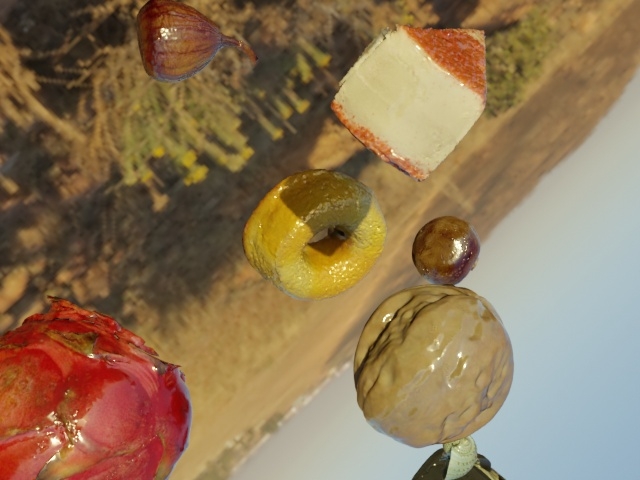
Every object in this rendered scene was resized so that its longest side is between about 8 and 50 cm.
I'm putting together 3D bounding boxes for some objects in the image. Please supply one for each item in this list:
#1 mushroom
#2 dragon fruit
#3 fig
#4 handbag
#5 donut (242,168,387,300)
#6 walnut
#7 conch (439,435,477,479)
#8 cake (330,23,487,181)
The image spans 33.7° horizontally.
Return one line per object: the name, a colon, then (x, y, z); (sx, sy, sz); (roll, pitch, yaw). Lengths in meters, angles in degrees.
mushroom: (0.220, 0.019, 1.866); (0.127, 0.127, 0.087); (-46, 166, 4)
dragon fruit: (-0.322, 0.236, 1.367); (0.301, 0.295, 0.295); (-47, 174, -7)
fig: (-0.193, -0.315, 1.686); (0.146, 0.201, 0.133); (-102, -161, -53)
handbag: (0.317, 0.545, 2.185); (0.181, 0.254, 0.181); (-50, 153, -3)
donut: (0.000, 0.000, 2.083); (0.303, 0.110, 0.303); (-18, 135, -19)
walnut: (0.170, 0.196, 1.633); (0.273, 0.227, 0.273); (-41, -150, 30)
conch: (0.219, 0.343, 1.672); (0.085, 0.057, 0.076); (91, 9, -47)
cake: (0.166, -0.188, 1.408); (0.262, 0.159, 0.158); (-16, 153, -53)
